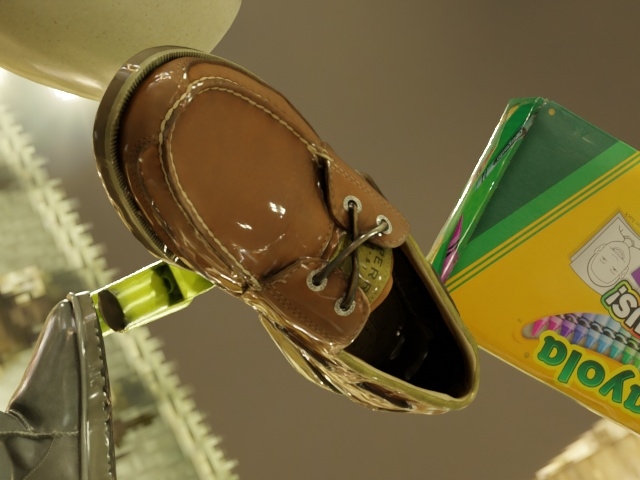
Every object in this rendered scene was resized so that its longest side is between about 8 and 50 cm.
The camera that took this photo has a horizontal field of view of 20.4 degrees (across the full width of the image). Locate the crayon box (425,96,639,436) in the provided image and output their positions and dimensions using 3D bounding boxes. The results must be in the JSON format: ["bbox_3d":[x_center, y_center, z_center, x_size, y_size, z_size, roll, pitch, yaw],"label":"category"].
[{"bbox_3d":[0.215,0.040,1.209,0.165,0.278,0.081,-62,-168,-2],"label":"crayon box"}]

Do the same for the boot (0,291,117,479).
[{"bbox_3d":[-0.229,0.111,1.055,0.189,0.208,0.076,-100,-175,-48],"label":"boot"}]

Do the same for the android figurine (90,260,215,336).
[{"bbox_3d":[-0.109,0.027,1.680,0.248,0.273,0.056,-23,-89,52],"label":"android figurine"}]

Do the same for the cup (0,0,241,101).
[{"bbox_3d":[-0.218,-0.274,1.802,0.237,0.331,0.331,43,-33,-22],"label":"cup"}]

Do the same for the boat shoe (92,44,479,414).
[{"bbox_3d":[0.000,0.000,0.947,0.104,0.110,0.307,22,-13,37],"label":"boat shoe"}]
